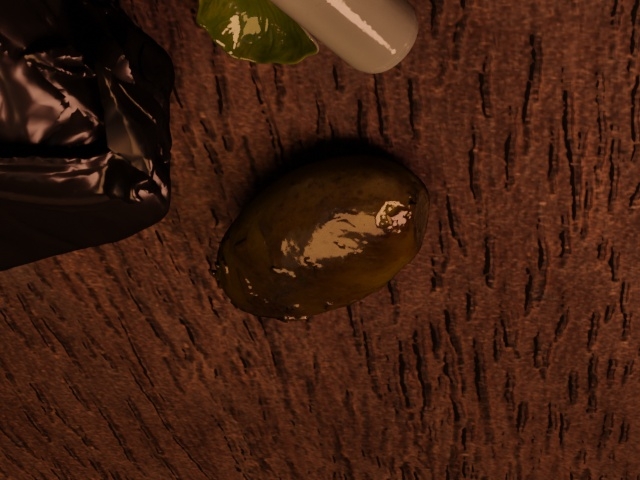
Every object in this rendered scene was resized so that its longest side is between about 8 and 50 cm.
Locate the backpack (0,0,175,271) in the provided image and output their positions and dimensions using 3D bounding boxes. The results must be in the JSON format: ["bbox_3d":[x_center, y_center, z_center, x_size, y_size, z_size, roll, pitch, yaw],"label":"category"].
[{"bbox_3d":[-0.330,-0.134,1.420,0.363,0.255,0.446,-18,138,28],"label":"backpack"}]

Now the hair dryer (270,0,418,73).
[{"bbox_3d":[0.078,-0.216,1.357,0.236,0.073,0.131,-25,137,31],"label":"hair dryer"}]

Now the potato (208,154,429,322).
[{"bbox_3d":[0.000,0.000,1.672,0.149,0.113,0.251,34,143,-29],"label":"potato"}]

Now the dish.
[{"bbox_3d":[-0.056,-0.191,1.440,0.091,0.039,0.137,1,150,28],"label":"dish"}]
